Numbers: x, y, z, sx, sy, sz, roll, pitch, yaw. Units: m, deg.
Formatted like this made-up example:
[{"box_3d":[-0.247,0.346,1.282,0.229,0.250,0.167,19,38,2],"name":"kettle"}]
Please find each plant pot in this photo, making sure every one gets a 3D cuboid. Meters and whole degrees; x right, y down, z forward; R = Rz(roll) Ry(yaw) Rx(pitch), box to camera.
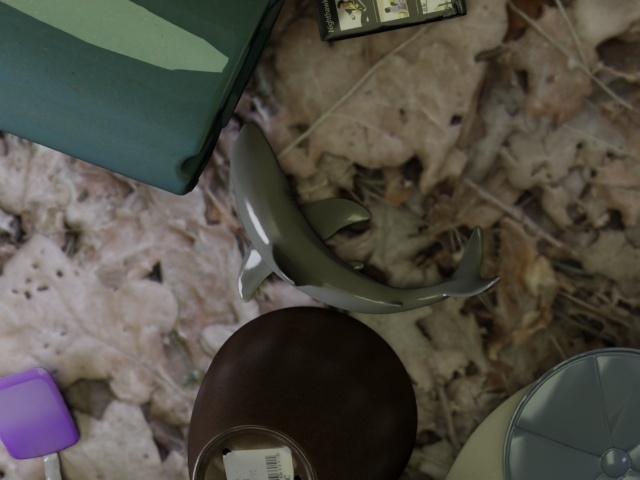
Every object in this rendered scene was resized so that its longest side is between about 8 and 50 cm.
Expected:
[{"box_3d":[-0.211,-0.220,1.257,0.334,0.341,0.341,25,102,-2],"name":"plant pot"},{"box_3d":[-0.032,0.185,1.318,0.215,0.230,0.215,1,98,10],"name":"plant pot"}]

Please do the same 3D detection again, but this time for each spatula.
[{"box_3d":[-0.258,0.270,1.475,0.084,0.030,0.296,-17,95,13],"name":"spatula"}]

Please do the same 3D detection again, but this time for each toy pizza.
[{"box_3d":[0.256,0.192,1.261,0.201,0.032,0.201,-5,77,22],"name":"toy pizza"}]

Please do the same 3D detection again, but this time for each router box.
[{"box_3d":[0.051,-0.279,1.327,0.133,0.046,0.178,-9,96,12],"name":"router box"}]

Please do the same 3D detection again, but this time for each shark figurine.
[{"box_3d":[0.014,0.026,1.348,0.278,0.116,0.166,26,104,8],"name":"shark figurine"}]

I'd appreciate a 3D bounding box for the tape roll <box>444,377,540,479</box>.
[{"box_3d":[0.282,0.296,1.287,0.392,0.072,0.391,-5,78,23],"name":"tape roll"}]
